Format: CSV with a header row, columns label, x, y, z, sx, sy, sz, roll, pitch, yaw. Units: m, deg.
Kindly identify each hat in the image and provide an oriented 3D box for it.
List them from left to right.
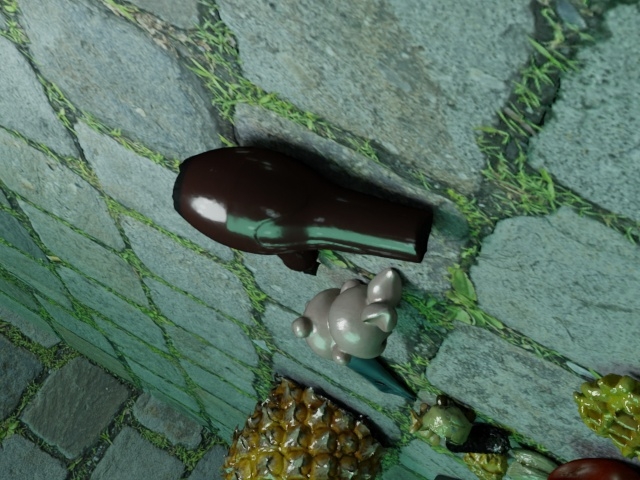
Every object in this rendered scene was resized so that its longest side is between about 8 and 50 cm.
label,x,y,z,sx,sy,sz,roll,pitch,yaw
hat,0.214,0.294,1.582,0.077,0.059,0.076,36,-164,22

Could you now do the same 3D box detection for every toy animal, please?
label,x,y,z,sx,sy,sz,roll,pitch,yaw
toy animal,0.062,0.113,1.321,0.124,0.124,0.212,41,152,-22
toy animal,0.183,0.331,1.698,0.060,0.081,0.083,22,138,20

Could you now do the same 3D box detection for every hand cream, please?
label,x,y,z,sx,sy,sz,roll,pitch,yaw
hand cream,0.083,0.218,1.635,0.083,0.048,0.224,9,154,43

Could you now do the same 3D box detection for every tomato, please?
label,x,y,z,sx,sy,sz,roll,pitch,yaw
tomato,0.433,0.376,1.404,0.174,0.082,0.166,44,154,-16

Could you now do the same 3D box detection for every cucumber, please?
label,x,y,z,sx,sy,sz,roll,pitch,yaw
cucumber,0.265,0.337,1.617,0.053,0.053,0.181,39,159,-16

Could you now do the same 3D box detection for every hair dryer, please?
label,x,y,z,sx,sy,sz,roll,pitch,yaw
hair dryer,0.000,0.000,1.208,0.312,0.123,0.340,14,166,17

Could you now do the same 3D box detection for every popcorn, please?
label,x,y,z,sx,sy,sz,roll,pitch,yaw
popcorn,0.287,0.387,1.686,0.082,0.057,0.083,42,161,-20

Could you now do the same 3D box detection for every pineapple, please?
label,x,y,z,sx,sy,sz,roll,pitch,yaw
pineapple,-0.045,0.485,2.081,0.352,0.300,0.352,35,162,13

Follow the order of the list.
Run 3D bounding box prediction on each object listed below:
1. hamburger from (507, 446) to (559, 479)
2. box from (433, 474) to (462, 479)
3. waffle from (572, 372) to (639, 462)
label,x,y,z,sx,sy,sz,roll,pitch,yaw
hamburger,0.370,0.389,1.580,0.084,0.054,0.121,1,146,48
box,0.300,0.539,2.054,0.091,0.031,0.126,40,159,-20
waffle,0.438,0.246,1.142,0.280,0.060,0.262,45,160,-27
